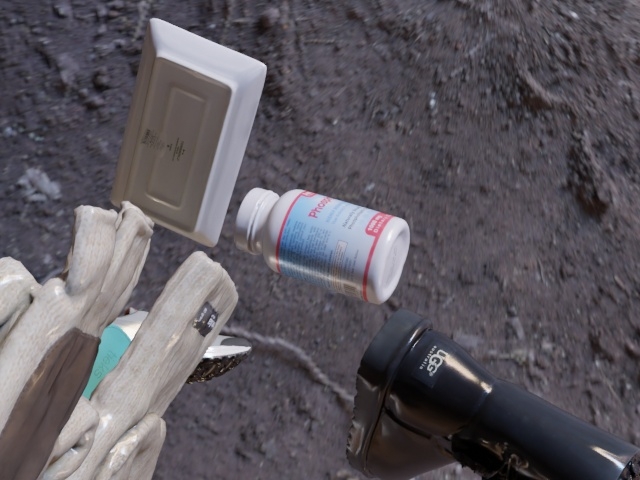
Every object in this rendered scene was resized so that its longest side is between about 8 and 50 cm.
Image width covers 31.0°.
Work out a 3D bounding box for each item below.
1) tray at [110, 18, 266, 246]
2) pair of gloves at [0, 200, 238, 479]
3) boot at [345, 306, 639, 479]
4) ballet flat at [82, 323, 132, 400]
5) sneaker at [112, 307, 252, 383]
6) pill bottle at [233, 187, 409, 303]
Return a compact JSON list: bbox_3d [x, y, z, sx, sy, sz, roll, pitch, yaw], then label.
[{"bbox_3d":[-0.162,-0.112,1.328,0.145,0.030,0.270,24,128,5],"label":"tray"},{"bbox_3d":[-0.107,0.084,0.427,0.042,0.240,0.204,26,86,8],"label":"pair of gloves"},{"bbox_3d":[0.127,0.168,0.860,0.207,0.246,0.094,33,66,18],"label":"boot"},{"bbox_3d":[-0.315,0.217,1.276,0.123,0.348,0.123,8,122,13],"label":"ballet flat"},{"bbox_3d":[-0.224,0.146,1.658,0.272,0.108,0.100,5,149,-29],"label":"sneaker"},{"bbox_3d":[0.000,0.000,1.135,0.160,0.087,0.087,17,107,18],"label":"pill bottle"}]
